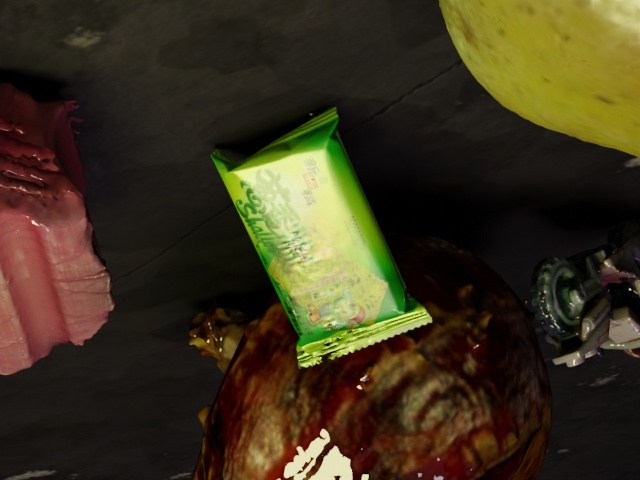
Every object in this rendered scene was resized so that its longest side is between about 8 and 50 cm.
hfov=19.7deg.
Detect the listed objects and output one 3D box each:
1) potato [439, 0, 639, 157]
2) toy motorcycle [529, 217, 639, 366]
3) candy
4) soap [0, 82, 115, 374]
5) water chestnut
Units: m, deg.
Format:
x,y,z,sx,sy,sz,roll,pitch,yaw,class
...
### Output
x,y,z,sx,sy,sz,roll,pitch,yaw,class
0.214,-0.121,1.014,0.330,0.212,0.280,-1,155,-26,potato
0.237,0.056,1.525,0.082,0.122,0.213,-24,178,36,toy motorcycle
0.000,0.000,1.281,0.102,0.032,0.178,-17,114,17,candy
-0.227,-0.003,1.175,0.182,0.112,0.289,-12,159,-5,soap
0.016,0.135,1.478,0.350,0.302,0.350,-42,156,-23,water chestnut
